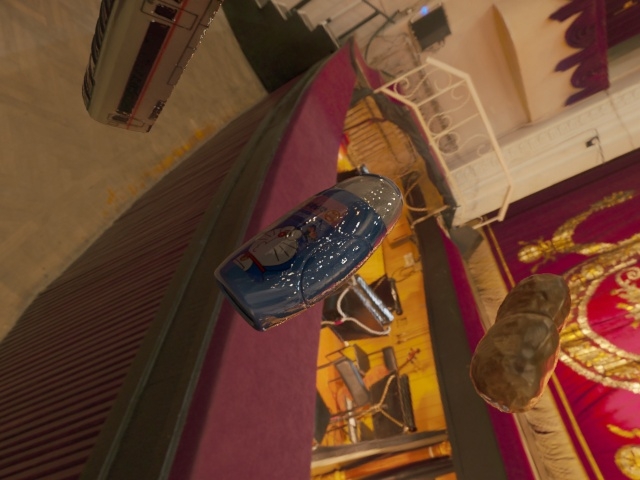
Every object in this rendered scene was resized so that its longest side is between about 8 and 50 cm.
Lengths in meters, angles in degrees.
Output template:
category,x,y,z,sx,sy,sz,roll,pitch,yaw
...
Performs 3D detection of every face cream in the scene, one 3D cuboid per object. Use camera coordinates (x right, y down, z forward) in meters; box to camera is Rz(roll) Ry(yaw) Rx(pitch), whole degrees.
category,x,y,z,sx,sy,sz,roll,pitch,yaw
face cream,0.000,0.000,0.531,0.149,0.264,0.083,30,-31,45

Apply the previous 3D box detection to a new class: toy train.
category,x,y,z,sx,sy,sz,roll,pitch,yaw
toy train,-0.150,-0.237,0.397,0.088,0.406,0.087,7,71,-35

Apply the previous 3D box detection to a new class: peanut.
category,x,y,z,sx,sy,sz,roll,pitch,yaw
peanut,0.260,0.122,0.533,0.085,0.104,0.228,36,47,14
